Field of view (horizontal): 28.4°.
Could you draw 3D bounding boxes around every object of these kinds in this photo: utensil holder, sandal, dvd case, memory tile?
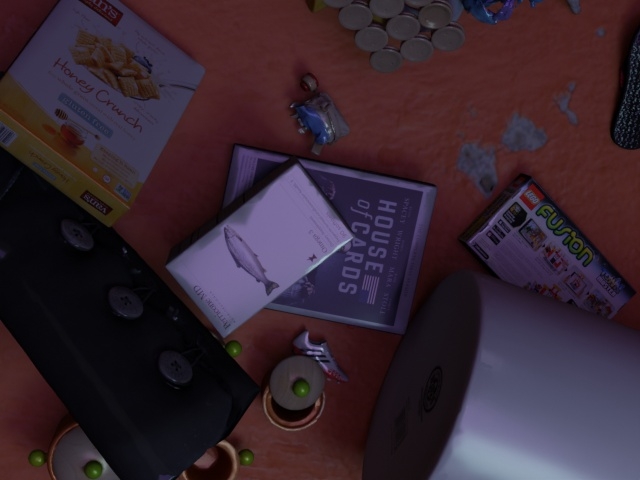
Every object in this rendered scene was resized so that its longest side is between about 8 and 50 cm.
[{"bbox_3d":[0.281,0.235,1.412,0.385,0.327,0.328,22,94,-11],"label":"utensil holder"},{"bbox_3d":[0.388,-0.198,1.518,0.067,0.040,0.179,11,112,-9],"label":"sandal"},{"bbox_3d":[0.000,0.000,1.446,0.238,0.029,0.179,11,97,-5],"label":"dvd case"},{"bbox_3d":[0.078,-0.238,1.326,0.113,0.012,0.148,-17,139,23],"label":"memory tile"}]

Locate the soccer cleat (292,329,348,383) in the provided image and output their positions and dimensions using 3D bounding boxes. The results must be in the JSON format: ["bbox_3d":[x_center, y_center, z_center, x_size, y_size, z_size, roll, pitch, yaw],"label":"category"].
[{"bbox_3d":[0.004,0.138,1.490,0.083,0.029,0.036,36,95,-12],"label":"soccer cleat"}]

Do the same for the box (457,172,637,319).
[{"bbox_3d":[0.276,0.031,1.529,0.114,0.036,0.207,-45,106,-2],"label":"box"}]

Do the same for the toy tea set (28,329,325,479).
[{"bbox_3d":[-0.151,0.220,1.417,0.336,0.124,0.200,-37,106,-4],"label":"toy tea set"}]

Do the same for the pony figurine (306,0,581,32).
[{"bbox_3d":[0.181,-0.377,1.340,0.363,0.303,0.351,-8,134,-15],"label":"pony figurine"}]

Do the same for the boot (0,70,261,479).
[{"bbox_3d":[-0.288,0.072,1.208,0.146,0.367,0.445,-34,92,37],"label":"boot"}]

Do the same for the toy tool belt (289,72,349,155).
[{"bbox_3d":[-0.009,-0.141,1.424,0.051,0.052,0.083,-38,106,-13],"label":"toy tool belt"}]

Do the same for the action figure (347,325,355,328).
[{"bbox_3d":[0.066,0.056,1.488,0.038,0.030,0.115,34,94,-5],"label":"action figure"}]

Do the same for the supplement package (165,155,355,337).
[{"bbox_3d":[-0.066,0.004,1.373,0.179,0.105,0.105,-38,99,3],"label":"supplement package"}]

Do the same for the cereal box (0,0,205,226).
[{"bbox_3d":[-0.229,-0.150,1.292,0.173,0.240,0.047,38,133,-17],"label":"cereal box"}]
